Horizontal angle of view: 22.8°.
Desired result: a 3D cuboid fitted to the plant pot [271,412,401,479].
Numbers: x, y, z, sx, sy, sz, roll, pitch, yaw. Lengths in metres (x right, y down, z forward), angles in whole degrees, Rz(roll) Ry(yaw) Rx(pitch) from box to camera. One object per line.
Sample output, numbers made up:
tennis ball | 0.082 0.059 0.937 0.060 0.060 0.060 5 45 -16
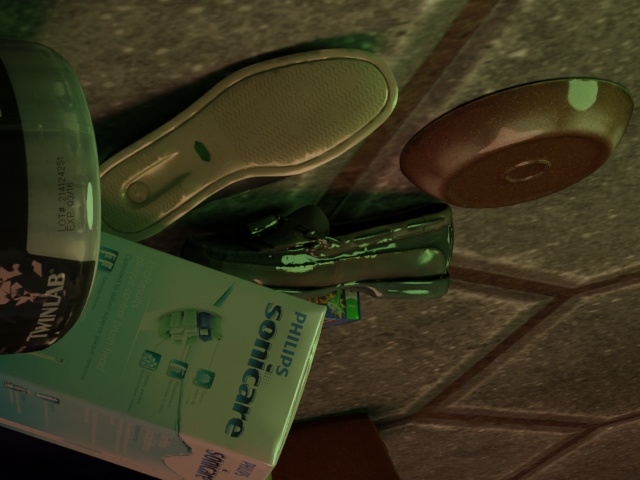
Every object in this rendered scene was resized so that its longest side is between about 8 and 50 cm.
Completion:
plant pot | 0.005 0.371 2.093 0.236 0.267 0.267 -26 160 -1

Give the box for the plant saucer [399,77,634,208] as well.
plant saucer | 0.165 -0.071 1.304 0.199 0.036 0.198 -12 161 -4

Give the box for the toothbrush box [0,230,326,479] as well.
toothbrush box | -0.163 0.082 1.167 0.296 0.126 0.216 19 161 -1

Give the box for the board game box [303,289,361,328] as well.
board game box | -0.079 0.072 1.468 0.136 0.035 0.201 5 165 -42

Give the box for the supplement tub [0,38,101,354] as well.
supplement tub | -0.301 -0.023 0.903 0.316 0.193 0.193 -1 157 -29

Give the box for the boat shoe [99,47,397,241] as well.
boat shoe | -0.055 -0.076 1.118 0.233 0.084 0.079 -24 -171 12

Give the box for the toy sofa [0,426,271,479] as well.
toy sofa | -0.230 0.171 1.359 0.363 0.150 0.177 -6 180 9

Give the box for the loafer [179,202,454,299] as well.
loafer | 0.000 0.000 1.351 0.268 0.084 0.096 2 -163 -35
